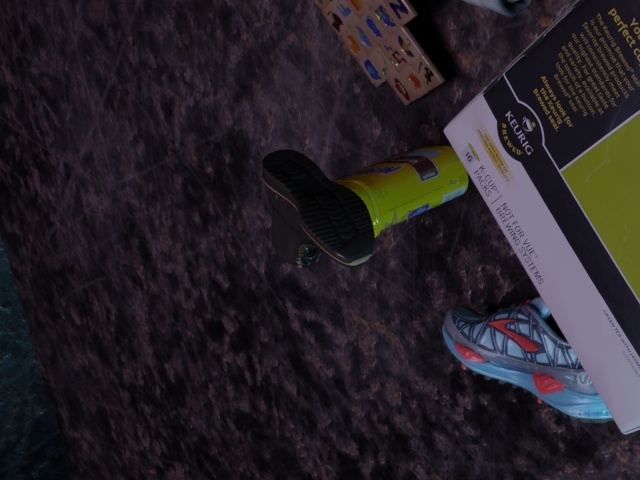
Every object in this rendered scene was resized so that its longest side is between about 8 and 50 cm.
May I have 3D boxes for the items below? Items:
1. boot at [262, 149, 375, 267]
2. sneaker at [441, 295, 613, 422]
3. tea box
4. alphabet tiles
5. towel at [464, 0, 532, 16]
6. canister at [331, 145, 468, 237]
[{"bbox_3d":[0.000,0.000,1.330,0.198,0.077,0.137,-126,27,-44],"label":"boot"},{"bbox_3d":[0.255,0.109,1.341,0.262,0.104,0.125,23,110,43],"label":"sneaker"},{"bbox_3d":[0.332,-0.061,0.976,0.329,0.220,0.323,61,148,8],"label":"tea box"},{"bbox_3d":[0.055,-0.269,1.370,0.237,0.009,0.198,53,162,-5],"label":"alphabet tiles"},{"bbox_3d":[0.111,-0.451,1.181,0.320,0.090,0.374,39,139,41],"label":"towel"},{"bbox_3d":[0.079,-0.058,1.395,0.126,0.170,0.073,-1,109,56],"label":"canister"}]
